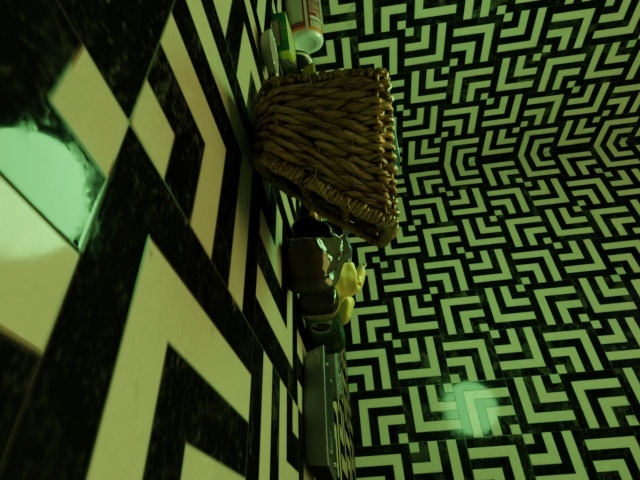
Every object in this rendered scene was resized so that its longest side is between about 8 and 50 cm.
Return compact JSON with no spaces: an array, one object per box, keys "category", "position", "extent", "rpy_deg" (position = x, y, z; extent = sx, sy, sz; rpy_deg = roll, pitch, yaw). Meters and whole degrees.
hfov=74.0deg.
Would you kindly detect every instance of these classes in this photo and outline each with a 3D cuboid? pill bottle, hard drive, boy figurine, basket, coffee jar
[{"category":"pill bottle","position":[-0.060,-0.758,1.428],"extent":[0.121,0.121,0.221],"rpy_deg":[59,25,-80]},{"category":"hard drive","position":[0.001,0.381,0.931],"extent":[0.172,0.054,0.254],"rpy_deg":[79,6,-46]},{"category":"boy figurine","position":[0.061,0.109,1.284],"extent":[0.092,0.177,0.285],"rpy_deg":[-173,-107,-67]},{"category":"basket","position":[0.004,-0.099,0.673],"extent":[0.299,0.214,0.223],"rpy_deg":[43,44,-84]},{"category":"coffee jar","position":[0.005,0.186,1.004],"extent":[0.079,0.096,0.184],"rpy_deg":[-89,172,-51]}]

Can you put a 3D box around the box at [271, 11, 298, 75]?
[{"category":"box","position":[-0.094,-0.532,1.168],"extent":[0.179,0.043,0.105],"rpy_deg":[1,82,-83]}]

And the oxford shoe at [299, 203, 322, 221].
[{"category":"oxford shoe","position":[-0.031,-0.041,1.205],"extent":[0.076,0.076,0.212],"rpy_deg":[-8,96,-55]}]

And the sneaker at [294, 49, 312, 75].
[{"category":"sneaker","position":[-0.053,-0.478,1.346],"extent":[0.234,0.084,0.097],"rpy_deg":[78,8,-49]}]

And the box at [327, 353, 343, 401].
[{"category":"box","position":[0.026,0.355,1.266],"extent":[0.183,0.059,0.232],"rpy_deg":[71,14,-72]}]

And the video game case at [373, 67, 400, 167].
[{"category":"video game case","position":[0.039,-0.277,1.017],"extent":[0.061,0.270,0.244],"rpy_deg":[66,18,-73]}]

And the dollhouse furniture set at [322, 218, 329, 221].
[{"category":"dollhouse furniture set","position":[0.024,-0.013,1.693],"extent":[0.058,0.076,0.151],"rpy_deg":[-92,174,-55]}]

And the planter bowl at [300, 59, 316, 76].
[{"category":"planter bowl","position":[-0.048,-0.406,1.246],"extent":[0.217,0.090,0.217],"rpy_deg":[-7,90,-85]}]

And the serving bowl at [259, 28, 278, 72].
[{"category":"serving bowl","position":[-0.107,-0.384,0.864],"extent":[0.083,0.027,0.083],"rpy_deg":[-6,90,-86]}]

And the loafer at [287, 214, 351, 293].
[{"category":"loafer","position":[0.000,0.000,0.972],"extent":[0.366,0.134,0.130],"rpy_deg":[-81,164,-75]}]
